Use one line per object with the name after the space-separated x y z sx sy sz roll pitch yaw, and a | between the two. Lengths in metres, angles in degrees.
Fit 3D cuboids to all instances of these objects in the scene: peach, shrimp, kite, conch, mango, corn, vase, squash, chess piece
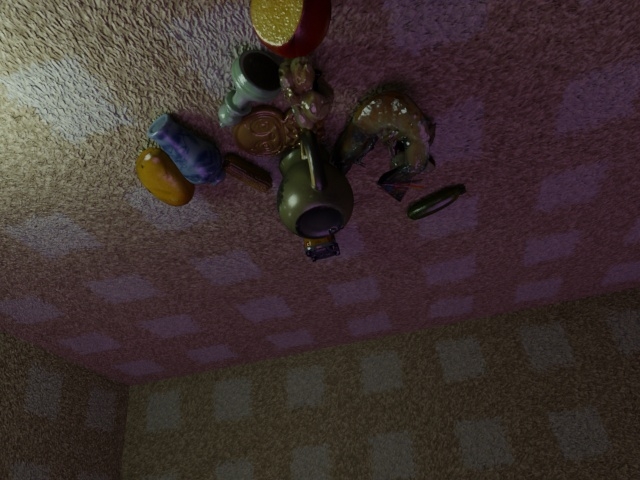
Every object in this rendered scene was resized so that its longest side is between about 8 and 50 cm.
-0.067 -0.519 1.080 0.190 0.190 0.192 -14 166 10 | peach
0.175 -0.274 1.508 0.272 0.085 0.445 49 141 -1 | shrimp
0.296 -0.201 1.792 0.183 0.014 0.241 4 156 2 | kite
0.288 -0.305 1.538 0.155 0.130 0.207 12 130 -49 | conch
-0.501 -0.211 1.548 0.157 0.108 0.262 -1 144 9 | mango
-0.243 -0.223 1.615 0.068 0.068 0.207 -31 142 32 | corn
-0.027 -0.195 1.493 0.241 0.302 0.329 -8 143 -7 | vase
0.451 -0.146 1.878 0.252 0.066 0.066 -28 142 28 | squash
-0.219 -0.389 1.326 0.139 0.139 0.272 14 152 -29 | chess piece

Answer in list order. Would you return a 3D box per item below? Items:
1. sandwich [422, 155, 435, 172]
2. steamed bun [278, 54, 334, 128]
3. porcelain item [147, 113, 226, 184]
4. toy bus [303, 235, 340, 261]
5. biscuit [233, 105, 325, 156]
0.355 -0.269 1.694 0.105 0.035 0.093 24 136 -40 | sandwich
-0.030 -0.408 1.266 0.106 0.192 0.177 -15 126 14 | steamed bun
-0.399 -0.267 1.459 0.141 0.141 0.259 -25 134 26 | porcelain item
0.000 0.000 1.930 0.126 0.136 0.209 -15 164 7 | toy bus
-0.127 -0.336 1.490 0.289 0.044 0.202 -2 147 -5 | biscuit
